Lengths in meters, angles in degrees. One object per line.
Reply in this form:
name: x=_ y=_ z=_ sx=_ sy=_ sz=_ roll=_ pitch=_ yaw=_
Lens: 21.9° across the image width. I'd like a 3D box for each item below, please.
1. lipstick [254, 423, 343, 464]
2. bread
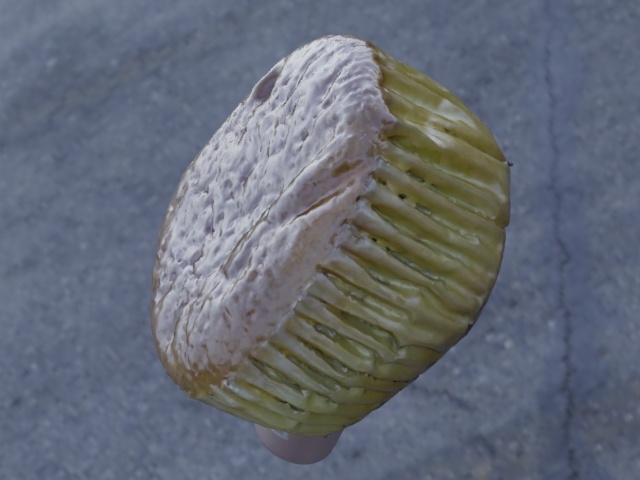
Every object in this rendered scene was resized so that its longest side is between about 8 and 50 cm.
lipstick: x=0.020 y=0.067 z=1.244 sx=0.070 sy=0.070 sz=0.254 roll=-78 pitch=10 yaw=-48
bread: x=0.000 y=0.000 z=1.075 sx=0.253 sy=0.142 sz=0.227 roll=-48 pitch=31 yaw=35
